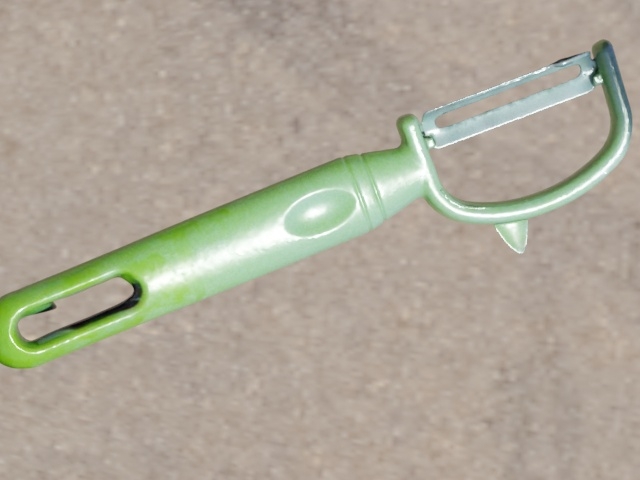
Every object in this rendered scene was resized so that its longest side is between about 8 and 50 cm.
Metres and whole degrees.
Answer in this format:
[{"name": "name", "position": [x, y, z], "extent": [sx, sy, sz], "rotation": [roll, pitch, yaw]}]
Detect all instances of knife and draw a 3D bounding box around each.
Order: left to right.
[{"name": "knife", "position": [0.000, 0.000, 0.560], "extent": [0.212, 0.015, 0.054], "rotation": [-21, 105, -7]}]
